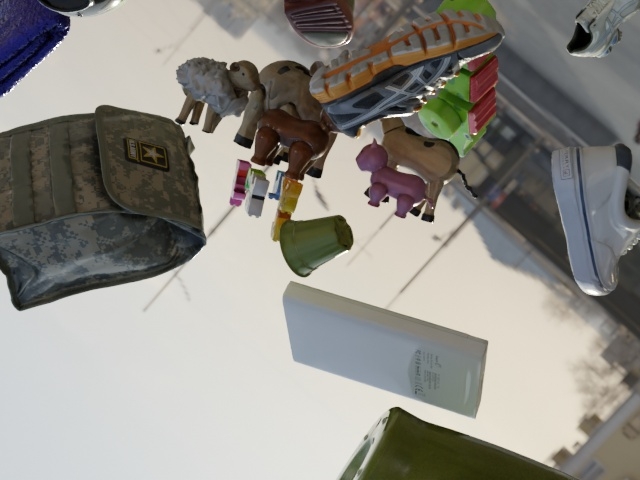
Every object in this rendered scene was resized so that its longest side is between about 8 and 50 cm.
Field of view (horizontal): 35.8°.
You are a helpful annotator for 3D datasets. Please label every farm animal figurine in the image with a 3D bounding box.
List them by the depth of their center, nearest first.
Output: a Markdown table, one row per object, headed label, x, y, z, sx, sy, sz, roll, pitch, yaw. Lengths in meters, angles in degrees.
| label | x | y | z | sx | sy | sz | roll | pitch | yaw |
| --- | --- | --- | --- | --- | --- | --- | --- | --- | --- |
| farm animal figurine | 0.017 | -0.165 | 1.319 | 0.326 | 0.172 | 0.330 | 28 | -171 | 40 |

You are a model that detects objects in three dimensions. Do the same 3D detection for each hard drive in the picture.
| label | x | y | z | sx | sy | sz | roll | pitch | yaw |
| --- | --- | --- | --- | --- | --- | --- | --- | --- | --- |
| hard drive | 0.098 | 0.170 | 1.516 | 0.307 | 0.040 | 0.203 | 16 | 147 | 16 |

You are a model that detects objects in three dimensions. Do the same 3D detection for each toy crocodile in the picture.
| label | x | y | z | sx | sy | sz | roll | pitch | yaw |
| --- | --- | --- | --- | --- | --- | --- | --- | --- | --- |
| toy crocodile | 0.210 | -0.237 | 1.427 | 0.105 | 0.115 | 0.341 | 34 | 158 | 28 |

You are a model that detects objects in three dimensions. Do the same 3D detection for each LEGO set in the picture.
| label | x | y | z | sx | sy | sz | roll | pitch | yaw |
| --- | --- | --- | --- | --- | --- | --- | --- | --- | --- |
| LEGO set | -0.078 | -0.052 | 1.441 | 0.087 | 0.093 | 0.227 | 11 | -171 | -13 |

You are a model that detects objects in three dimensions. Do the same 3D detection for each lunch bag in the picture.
| label | x | y | z | sx | sy | sz | roll | pitch | yaw |
| --- | --- | --- | --- | --- | --- | --- | --- | --- | --- |
| lunch bag | -0.305 | -0.061 | 1.363 | 0.169 | 0.286 | 0.235 | 81 | 173 | -45 |

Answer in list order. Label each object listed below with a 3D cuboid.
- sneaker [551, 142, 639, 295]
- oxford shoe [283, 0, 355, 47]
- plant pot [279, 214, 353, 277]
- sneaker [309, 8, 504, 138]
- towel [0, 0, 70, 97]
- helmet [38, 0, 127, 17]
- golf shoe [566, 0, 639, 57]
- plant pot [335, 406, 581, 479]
| label | x | y | z | sx | sy | sz | roll | pitch | yaw |
| --- | --- | --- | --- | --- | --- | --- | --- | --- | --- |
| sneaker | 0.325 | -0.015 | 1.116 | 0.258 | 0.091 | 0.094 | 54 | -144 | -53 |
| oxford shoe | -0.033 | -0.441 | 1.469 | 0.348 | 0.122 | 0.130 | 63 | -149 | -56 |
| plant pot | 0.000 | 0.000 | 1.343 | 0.083 | 0.079 | 0.083 | 37 | -137 | -46 |
| sneaker | 0.098 | -0.182 | 1.075 | 0.084 | 0.214 | 0.083 | -91 | -22 | -56 |
| towel | -0.541 | -0.417 | 1.756 | 0.076 | 0.227 | 0.308 | 30 | -148 | -43 |
| helmet | -0.315 | -0.387 | 1.345 | 0.169 | 0.169 | 0.161 | 43 | 152 | 13 |
| golf shoe | 0.439 | -0.355 | 1.536 | 0.086 | 0.176 | 0.069 | -18 | -129 | -29 |
| plant pot | 0.176 | 0.400 | 1.258 | 0.353 | 0.367 | 0.366 | 33 | -173 | 3 |
